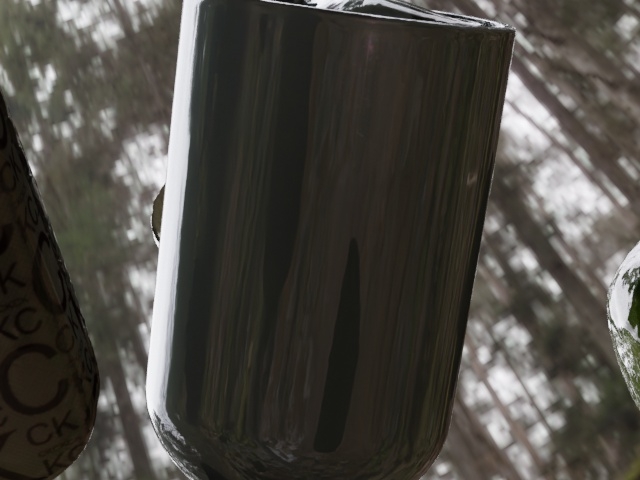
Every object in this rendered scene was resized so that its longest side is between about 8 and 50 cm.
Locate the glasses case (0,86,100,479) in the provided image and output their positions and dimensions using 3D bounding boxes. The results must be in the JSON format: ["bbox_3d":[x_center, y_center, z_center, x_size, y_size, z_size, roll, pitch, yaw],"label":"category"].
[{"bbox_3d":[-0.196,-0.034,0.788,0.137,0.085,0.355,-16,-61,2],"label":"glasses case"}]

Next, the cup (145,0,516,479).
[{"bbox_3d":[0.000,0.000,1.183,0.205,0.205,0.312,4,-79,-17],"label":"cup"}]

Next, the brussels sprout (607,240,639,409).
[{"bbox_3d":[0.381,0.087,1.646,0.219,0.271,0.210,-36,-50,-37],"label":"brussels sprout"}]

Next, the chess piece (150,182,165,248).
[{"bbox_3d":[-0.049,0.061,1.504,0.124,0.139,0.307,11,-38,12],"label":"chess piece"}]
